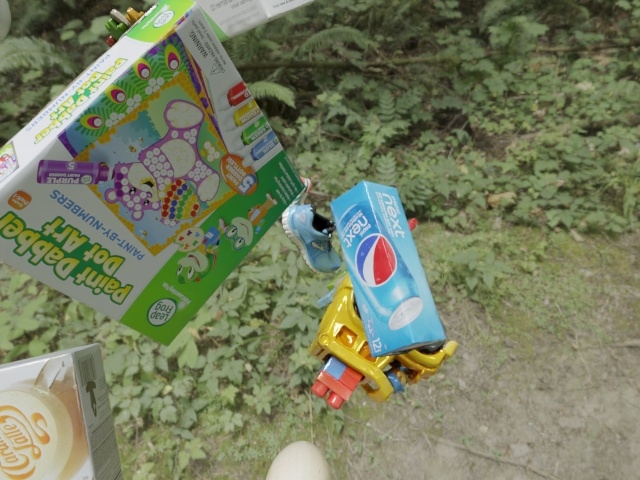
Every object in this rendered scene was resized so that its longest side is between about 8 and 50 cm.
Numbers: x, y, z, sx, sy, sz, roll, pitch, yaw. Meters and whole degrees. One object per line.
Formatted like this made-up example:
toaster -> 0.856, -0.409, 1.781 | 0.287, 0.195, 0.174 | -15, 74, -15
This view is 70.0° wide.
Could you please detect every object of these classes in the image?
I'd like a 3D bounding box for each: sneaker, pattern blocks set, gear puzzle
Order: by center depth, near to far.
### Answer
gear puzzle -> -0.278, -0.283, 0.756 | 0.044, 0.175, 0.339 | -58, 22, -10
sneaker -> 0.000, 0.000, 0.777 | 0.073, 0.162, 0.064 | -18, 45, 20
pattern blocks set -> 0.120, 0.054, 1.188 | 0.285, 0.026, 0.325 | -37, 2, 29
sneaker -> -0.088, -0.128, 1.451 | 0.075, 0.162, 0.057 | 14, 11, -35

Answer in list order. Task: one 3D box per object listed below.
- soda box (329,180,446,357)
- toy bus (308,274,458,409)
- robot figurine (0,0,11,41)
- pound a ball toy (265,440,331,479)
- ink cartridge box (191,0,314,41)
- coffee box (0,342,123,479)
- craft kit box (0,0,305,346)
soda box -> 0.082, 0.034, 0.578 | 0.071, 0.067, 0.210 | 7, 60, -44
toy bus -> 0.086, 0.197, 0.766 | 0.220, 0.149, 0.212 | 32, 63, 3
robot figurine -> -0.881, -0.520, 1.037 | 0.353, 0.200, 0.300 | -25, 61, -10
pound a ball toy -> -0.102, 0.298, 0.271 | 0.207, 0.320, 0.136 | 2, -9, 3
ink cartridge box -> -0.153, -0.441, 0.649 | 0.198, 0.273, 0.114 | 4, 36, 44
coffee box -> -0.291, 0.247, 0.470 | 0.141, 0.247, 0.098 | -11, -5, -12
craft kit box -> -0.149, -0.045, 0.441 | 0.061, 0.250, 0.247 | 35, 78, 34
